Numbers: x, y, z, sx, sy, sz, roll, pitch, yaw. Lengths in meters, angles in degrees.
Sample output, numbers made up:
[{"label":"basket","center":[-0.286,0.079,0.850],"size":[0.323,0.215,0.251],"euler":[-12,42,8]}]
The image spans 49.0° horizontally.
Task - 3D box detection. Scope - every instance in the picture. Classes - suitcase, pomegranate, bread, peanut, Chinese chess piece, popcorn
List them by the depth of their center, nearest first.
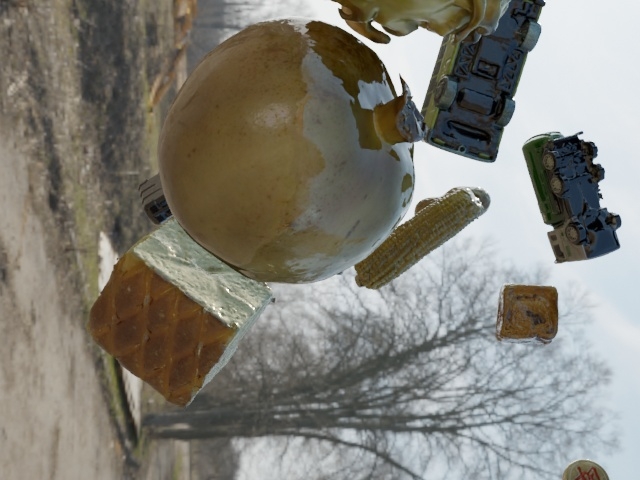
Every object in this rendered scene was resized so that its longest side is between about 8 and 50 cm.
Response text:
[{"label":"pomegranate","center":[-0.026,-0.105,0.811],"size":[0.319,0.319,0.319],"euler":[179,-90,-80]},{"label":"popcorn","center":[0.101,-0.330,0.811],"size":[0.250,0.250,0.190],"euler":[-161,-89,-80]},{"label":"bread","center":[-0.288,0.144,1.429],"size":[0.279,0.279,0.207],"euler":[-52,177,35]},{"label":"suitcase","center":[-0.319,-0.161,1.760],"size":[0.066,0.285,0.206],"euler":[59,-5,-28]},{"label":"bread","center":[0.530,0.189,1.805],"size":[0.143,0.149,0.158],"euler":[76,23,-75]},{"label":"Chinese chess piece","center":[0.702,0.640,1.852],"size":[0.051,0.122,0.122],"euler":[82,0,-56]},{"label":"peanut","center":[0.385,-0.100,2.054],"size":[0.095,0.226,0.108],"euler":[63,16,-49]}]

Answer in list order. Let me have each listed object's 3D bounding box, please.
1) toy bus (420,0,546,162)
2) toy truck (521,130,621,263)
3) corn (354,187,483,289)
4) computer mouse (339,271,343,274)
[{"label":"toy bus","center":[0.246,-0.261,1.123],"size":[0.150,0.128,0.262],"euler":[-136,-117,-82]},{"label":"toy truck","center":[0.443,-0.082,1.266],"size":[0.125,0.101,0.243],"euler":[-23,-96,69]},{"label":"corn","center":[0.180,-0.001,1.356],"size":[0.086,0.288,0.086],"euler":[49,15,-18]},{"label":"computer mouse","center":[0.006,-0.002,2.031],"size":[0.229,0.068,0.113],"euler":[52,4,-1]}]
